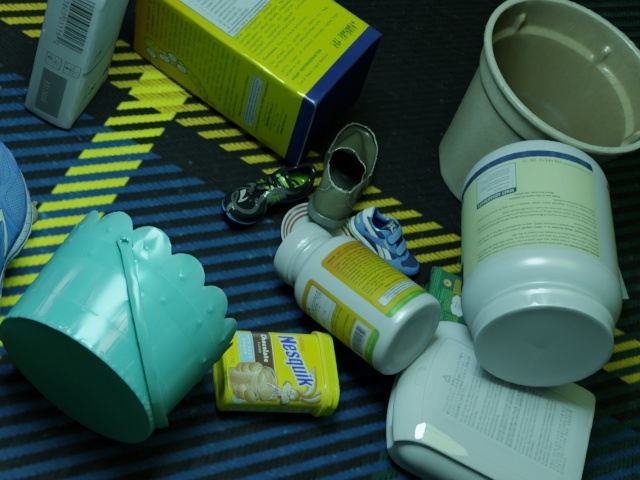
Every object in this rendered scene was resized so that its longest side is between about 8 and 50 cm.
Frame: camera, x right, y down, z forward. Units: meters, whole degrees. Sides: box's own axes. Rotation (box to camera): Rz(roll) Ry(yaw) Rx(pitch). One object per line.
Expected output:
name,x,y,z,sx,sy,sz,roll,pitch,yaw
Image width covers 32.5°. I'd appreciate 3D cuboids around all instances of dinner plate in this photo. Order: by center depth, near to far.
dinner plate,0.000,0.000,1.797,0.141,0.017,0.141,11,55,-17

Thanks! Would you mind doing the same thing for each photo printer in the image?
photo printer,0.252,0.276,1.665,0.307,0.107,0.256,27,50,-5

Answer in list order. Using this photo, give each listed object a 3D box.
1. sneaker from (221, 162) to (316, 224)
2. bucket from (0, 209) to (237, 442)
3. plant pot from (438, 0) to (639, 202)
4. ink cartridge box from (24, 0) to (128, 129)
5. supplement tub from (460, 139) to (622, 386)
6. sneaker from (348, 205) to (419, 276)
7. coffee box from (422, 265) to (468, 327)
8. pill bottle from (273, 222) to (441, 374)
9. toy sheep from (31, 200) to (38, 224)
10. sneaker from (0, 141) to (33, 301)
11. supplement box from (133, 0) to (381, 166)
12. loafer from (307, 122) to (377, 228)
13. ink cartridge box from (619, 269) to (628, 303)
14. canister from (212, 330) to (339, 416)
sneaker,-0.083,-0.084,1.776,0.188,0.078,0.067,-25,71,-35
bucket,-0.267,0.120,1.439,0.281,0.281,0.183,35,57,1
plant pot,0.367,-0.202,1.916,0.334,0.305,0.334,12,55,-17
ink cartridge box,-0.319,-0.402,1.737,0.091,0.308,0.385,29,51,-2
supplement tub,0.331,0.033,1.669,0.235,0.235,0.325,18,48,-13
sneaker,0.114,0.002,1.812,0.144,0.059,0.053,41,36,-7
coffee box,0.251,0.128,1.808,0.184,0.040,0.113,23,52,-8
pill bottle,0.048,0.078,1.646,0.136,0.136,0.245,-29,53,-36
toy sheep,-0.468,-0.054,1.576,0.132,0.091,0.091,23,51,-3
sneaker,-0.445,-0.022,1.413,0.130,0.147,0.330,4,47,-10
supplement box,-0.111,-0.328,1.820,0.356,0.195,0.194,36,62,8
loafer,0.052,-0.122,1.848,0.094,0.087,0.251,26,43,-7
ink cartridge box,0.424,0.065,1.917,0.209,0.062,0.109,4,57,-22
canister,-0.067,0.192,1.600,0.170,0.073,0.126,5,56,-20
